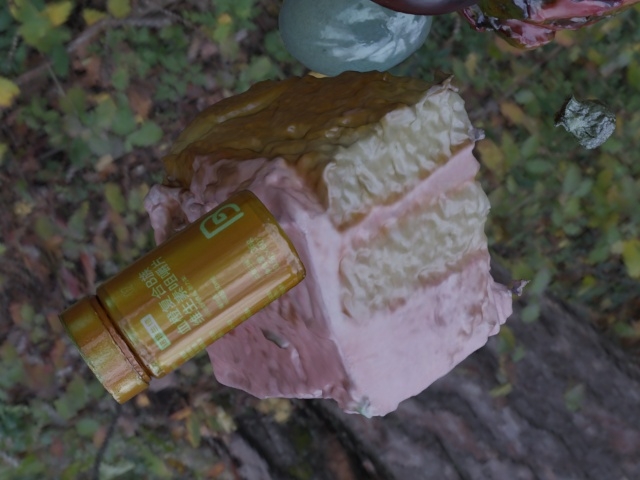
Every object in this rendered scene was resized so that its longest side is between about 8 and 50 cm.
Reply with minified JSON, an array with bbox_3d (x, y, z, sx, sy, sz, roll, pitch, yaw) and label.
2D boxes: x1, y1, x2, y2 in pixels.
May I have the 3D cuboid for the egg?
[{"bbox_3d":[0.047,-0.315,1.596,0.237,0.169,0.169,-4,174,40],"label":"egg"}]

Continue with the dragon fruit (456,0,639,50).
[{"bbox_3d":[0.232,-0.355,1.215,0.296,0.314,0.263,-15,176,-16],"label":"dragon fruit"}]

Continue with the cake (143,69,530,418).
[{"bbox_3d":[0.000,0.000,1.246,0.293,0.314,0.306,-35,119,-33],"label":"cake"}]

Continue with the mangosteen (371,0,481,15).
[{"bbox_3d":[0.034,-0.112,0.356,0.081,0.081,0.081,-25,152,-14],"label":"mangosteen"}]

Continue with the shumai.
[{"bbox_3d":[0.399,-0.191,1.710,0.080,0.082,0.083,41,70,-43],"label":"shumai"}]

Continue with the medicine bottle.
[{"bbox_3d":[-0.114,0.045,0.951,0.192,0.096,0.096,-34,153,-8],"label":"medicine bottle"}]
